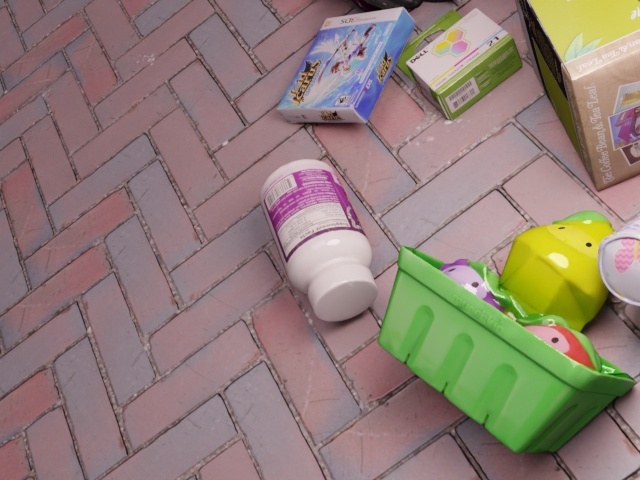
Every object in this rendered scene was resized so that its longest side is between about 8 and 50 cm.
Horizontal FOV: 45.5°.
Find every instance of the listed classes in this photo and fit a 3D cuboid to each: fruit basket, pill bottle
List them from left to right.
[{"bbox_3d":[0.000,0.000,1.462,0.169,0.169,0.301,-30,53,9],"label":"pill bottle"},{"bbox_3d":[0.326,0.098,1.196,0.392,0.283,0.391,-10,72,35],"label":"fruit basket"}]

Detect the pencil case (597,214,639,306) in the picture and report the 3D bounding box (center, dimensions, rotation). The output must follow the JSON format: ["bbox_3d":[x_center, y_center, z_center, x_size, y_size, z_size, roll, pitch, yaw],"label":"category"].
[{"bbox_3d":[0.531,0.003,1.140,0.273,0.113,0.124,-22,66,-35],"label":"pencil case"}]

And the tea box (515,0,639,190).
[{"bbox_3d":[0.491,-0.321,1.293,0.220,0.329,0.323,-22,56,14],"label":"tea box"}]

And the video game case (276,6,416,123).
[{"bbox_3d":[0.054,-0.385,1.692,0.244,0.061,0.269,8,66,47],"label":"video game case"}]

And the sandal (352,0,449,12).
[{"bbox_3d":[0.101,-0.569,1.728,0.446,0.167,0.106,15,91,19],"label":"sandal"}]

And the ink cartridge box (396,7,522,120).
[{"bbox_3d":[0.265,-0.401,1.603,0.189,0.097,0.255,-38,53,4],"label":"ink cartridge box"}]
